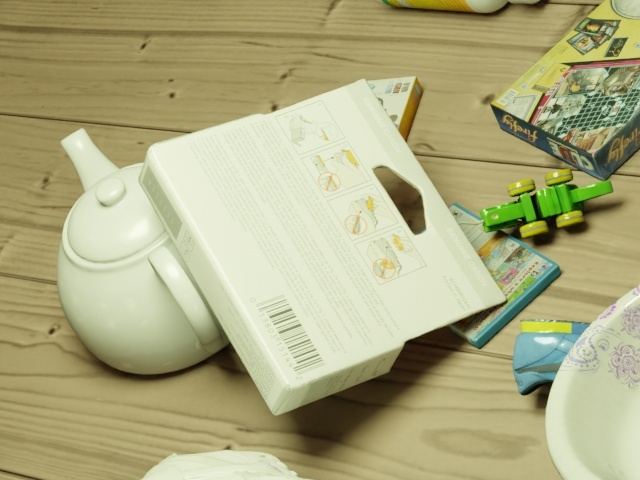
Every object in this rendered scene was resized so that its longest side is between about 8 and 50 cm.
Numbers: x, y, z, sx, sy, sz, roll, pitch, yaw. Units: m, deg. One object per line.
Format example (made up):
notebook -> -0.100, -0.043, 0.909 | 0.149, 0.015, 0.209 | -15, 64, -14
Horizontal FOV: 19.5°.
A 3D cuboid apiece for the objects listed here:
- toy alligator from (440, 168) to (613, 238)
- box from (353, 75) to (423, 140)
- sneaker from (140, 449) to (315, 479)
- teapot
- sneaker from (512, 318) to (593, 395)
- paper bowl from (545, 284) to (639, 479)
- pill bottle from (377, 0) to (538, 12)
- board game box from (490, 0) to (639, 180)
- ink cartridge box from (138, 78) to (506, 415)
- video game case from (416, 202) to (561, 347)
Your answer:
toy alligator -> 0.205, -0.029, 1.905 | 0.190, 0.051, 0.056 | -16, 83, 5
box -> 0.064, -0.140, 2.117 | 0.081, 0.028, 0.136 | -3, 49, 27
sneaker -> -0.037, 0.243, 1.725 | 0.305, 0.114, 0.152 | 5, 26, 18
teapot -> -0.183, 0.008, 1.987 | 0.256, 0.187, 0.252 | -1, 49, 27
sneaker -> 0.282, 0.117, 1.723 | 0.209, 0.069, 0.082 | 2, 82, 19
paper bowl -> 0.342, 0.155, 1.551 | 0.284, 0.148, 0.284 | -24, 36, 19
pill bottle -> 0.162, -0.328, 2.182 | 0.208, 0.117, 0.117 | 9, 54, 36
board game box -> 0.325, -0.182, 2.003 | 0.243, 0.042, 0.165 | -42, 42, -14
ink cartridge box -> 0.000, 0.000, 1.864 | 0.261, 0.066, 0.296 | -19, 66, -27
video game case -> 0.149, 0.033, 1.906 | 0.119, 0.015, 0.166 | -41, 42, -14
